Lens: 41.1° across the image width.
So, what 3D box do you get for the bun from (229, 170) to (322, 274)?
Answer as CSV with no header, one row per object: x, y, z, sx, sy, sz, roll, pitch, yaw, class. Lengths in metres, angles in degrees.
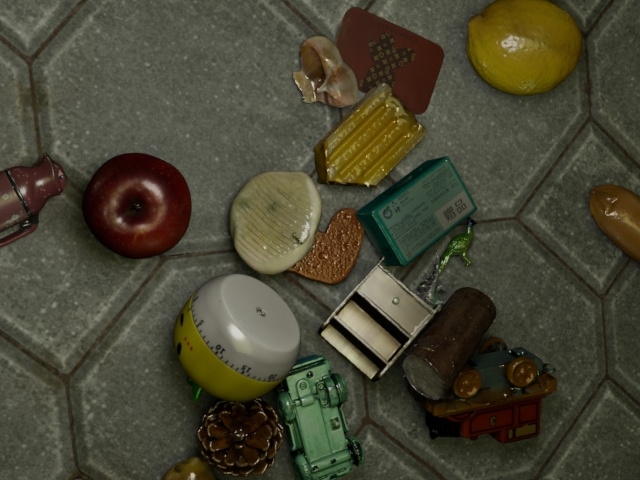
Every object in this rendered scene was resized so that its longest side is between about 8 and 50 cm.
-0.093,-0.040,1.848,0.209,0.116,0.237,26,78,21,bun

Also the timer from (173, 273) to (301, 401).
-0.202,0.234,1.798,0.285,0.285,0.285,-1,93,-17,timer

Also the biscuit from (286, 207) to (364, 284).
0.000,0.000,1.943,0.192,0.036,0.186,19,84,-17,biscuit

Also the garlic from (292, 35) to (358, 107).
0.013,-0.372,1.899,0.124,0.099,0.175,-27,99,-22,garlic

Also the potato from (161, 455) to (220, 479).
-0.254,0.652,1.837,0.195,0.176,0.369,-14,93,11,potato

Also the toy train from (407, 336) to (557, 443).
0.395,0.367,2.027,0.369,0.163,0.232,-8,104,-17,toy train

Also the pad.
0.155,-0.416,1.987,0.267,0.004,0.181,19,86,-17,pad

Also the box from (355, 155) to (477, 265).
0.222,-0.068,1.964,0.245,0.092,0.153,-35,103,-21,box

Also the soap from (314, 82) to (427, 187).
0.099,-0.214,1.939,0.257,0.080,0.160,-45,103,-10,soap

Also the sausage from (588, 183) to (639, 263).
0.821,-0.016,2.165,0.354,0.116,0.134,35,92,-12,sausage

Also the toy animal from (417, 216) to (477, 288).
0.321,0.049,2.044,0.075,0.041,0.217,38,85,-9,toy animal

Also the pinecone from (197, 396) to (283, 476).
-0.169,0.418,1.816,0.185,0.212,0.169,-4,95,-9,pinecone

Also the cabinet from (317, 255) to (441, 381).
0.130,0.176,1.909,0.175,0.148,0.215,41,80,5,cabinet

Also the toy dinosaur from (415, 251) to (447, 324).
0.262,0.129,2.013,0.082,0.039,0.209,0,108,-12,toy dinosaur

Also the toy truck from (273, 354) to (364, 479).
-0.013,0.400,1.895,0.155,0.156,0.279,-16,98,-16,toy truck

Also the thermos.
-0.654,-0.051,1.695,0.330,0.109,0.136,-29,101,-14,thermos

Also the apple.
-0.369,-0.070,1.736,0.218,0.201,0.218,-1,94,-15,apple

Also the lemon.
0.470,-0.448,1.969,0.263,0.236,0.236,5,91,9,lemon

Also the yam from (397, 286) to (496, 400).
0.290,0.221,1.913,0.131,0.131,0.280,53,51,-13,yam
